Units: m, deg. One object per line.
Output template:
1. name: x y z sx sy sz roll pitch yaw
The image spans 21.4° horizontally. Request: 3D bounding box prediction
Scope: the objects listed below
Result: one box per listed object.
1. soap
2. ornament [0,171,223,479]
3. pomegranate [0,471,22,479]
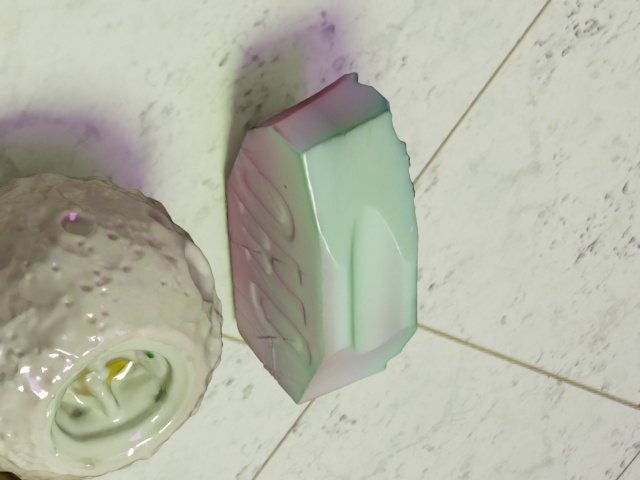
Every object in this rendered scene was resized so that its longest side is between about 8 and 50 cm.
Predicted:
1. soap: 0.000 0.000 1.541 0.109 0.193 0.324 -23 136 -24
2. ornament: -0.212 0.065 1.395 0.259 0.225 0.259 -23 138 -23
3. pomegranate: -0.313 0.333 1.503 0.322 0.322 0.322 -23 137 -23
